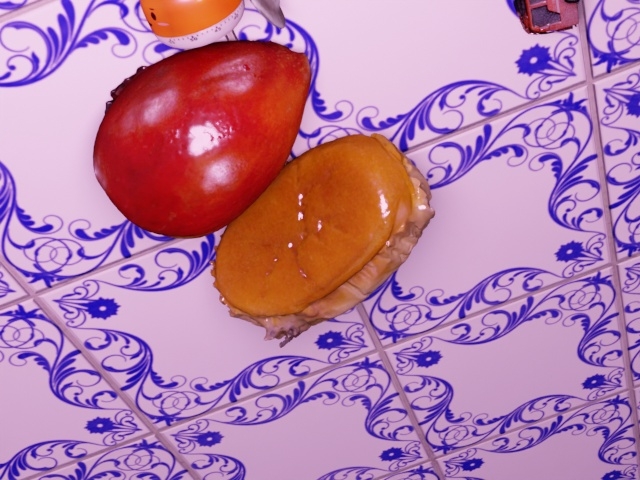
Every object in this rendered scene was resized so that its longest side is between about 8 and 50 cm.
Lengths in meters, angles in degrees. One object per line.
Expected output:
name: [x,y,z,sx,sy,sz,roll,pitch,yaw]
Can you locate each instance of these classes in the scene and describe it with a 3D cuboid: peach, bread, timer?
peach: [-0.156,-0.130,1.419,0.362,0.201,0.258,-29,135,13]
bread: [-0.007,-0.009,1.591,0.388,0.236,0.183,-42,148,14]
timer: [-0.172,-0.320,1.290,0.136,0.099,0.136,-18,140,-16]

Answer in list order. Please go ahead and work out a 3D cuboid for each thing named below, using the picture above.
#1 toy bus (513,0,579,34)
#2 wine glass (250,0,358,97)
toy bus: [0.313,-0.394,1.390,0.096,0.073,0.235,-12,138,9]
wine glass: [0.086,-0.373,1.332,0.309,0.096,0.264,-35,140,18]
